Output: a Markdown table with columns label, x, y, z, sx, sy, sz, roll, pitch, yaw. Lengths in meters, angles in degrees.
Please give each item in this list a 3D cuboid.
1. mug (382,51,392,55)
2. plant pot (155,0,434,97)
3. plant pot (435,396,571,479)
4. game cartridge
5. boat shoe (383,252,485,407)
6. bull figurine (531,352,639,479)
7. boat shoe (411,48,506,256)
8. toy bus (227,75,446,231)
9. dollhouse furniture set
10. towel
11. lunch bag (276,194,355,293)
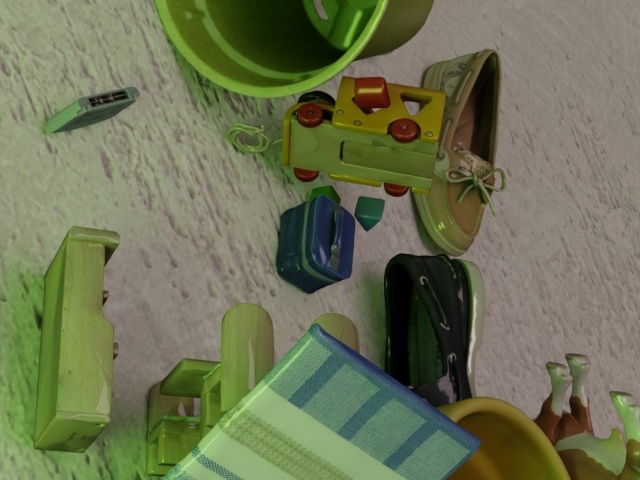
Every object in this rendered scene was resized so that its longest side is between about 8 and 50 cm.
| label | x | y | z | sx | sy | sz | roll | pitch | yaw |
| --- | --- | --- | --- | --- | --- | --- | --- | --- | --- |
| mug | 0.064 | -0.262 | 1.641 | 0.062 | 0.078 | 0.064 | 49 | 39 | -76 |
| plant pot | 0.002 | -0.293 | 1.434 | 0.254 | 0.276 | 0.276 | -13 | 83 | -63 |
| plant pot | 0.086 | 0.295 | 1.244 | 0.254 | 0.239 | 0.254 | 24 | 55 | -41 |
| game cartridge | -0.212 | -0.120 | 1.233 | 0.083 | 0.056 | 0.017 | -24 | 84 | -54 |
| boat shoe | 0.107 | 0.164 | 1.429 | 0.113 | 0.127 | 0.340 | 20 | 64 | -28 |
| bull figurine | 0.264 | 0.224 | 1.338 | 0.101 | 0.310 | 0.189 | 0 | 100 | -35 |
| boat shoe | 0.178 | -0.118 | 1.670 | 0.104 | 0.089 | 0.285 | 28 | 53 | -40 |
| toy bus | 0.039 | -0.123 | 1.425 | 0.202 | 0.191 | 0.104 | 41 | 44 | -30 |
| dollhouse furniture set | -0.110 | 0.097 | 1.135 | 0.242 | 0.212 | 0.161 | 8 | 64 | -21 |
| towel | -0.031 | 0.210 | 1.053 | 0.209 | 0.285 | 0.034 | 36 | 13 | -32 |
| lunch bag | 0.000 | 0.000 | 1.421 | 0.067 | 0.065 | 0.098 | 30 | 52 | -39 |
